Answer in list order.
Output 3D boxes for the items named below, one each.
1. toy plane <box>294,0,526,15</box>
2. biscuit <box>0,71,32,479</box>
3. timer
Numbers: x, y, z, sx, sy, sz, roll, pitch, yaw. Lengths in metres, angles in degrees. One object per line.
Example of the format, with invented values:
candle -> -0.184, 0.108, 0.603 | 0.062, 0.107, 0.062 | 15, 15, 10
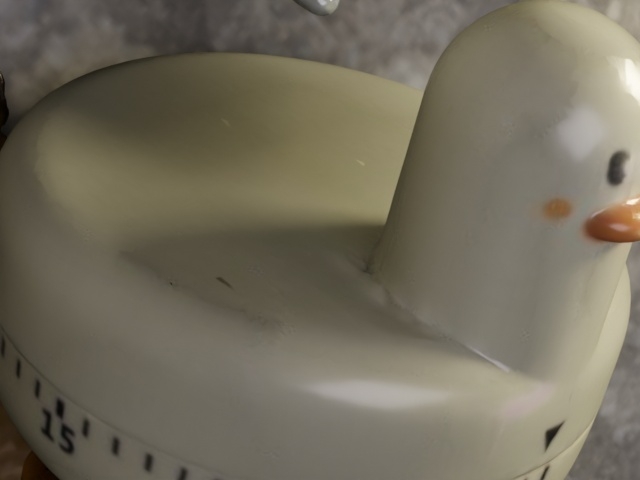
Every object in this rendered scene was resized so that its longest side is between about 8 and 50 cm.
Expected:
toy plane -> -0.016, -0.159, 0.496 | 0.267, 0.267, 0.122 | 13, 128, -31
biscuit -> -0.213, 0.054, 0.555 | 0.237, 0.013, 0.232 | -18, 110, -26
timer -> 0.000, 0.000, 0.522 | 0.233, 0.233, 0.240 | -4, 124, -29
